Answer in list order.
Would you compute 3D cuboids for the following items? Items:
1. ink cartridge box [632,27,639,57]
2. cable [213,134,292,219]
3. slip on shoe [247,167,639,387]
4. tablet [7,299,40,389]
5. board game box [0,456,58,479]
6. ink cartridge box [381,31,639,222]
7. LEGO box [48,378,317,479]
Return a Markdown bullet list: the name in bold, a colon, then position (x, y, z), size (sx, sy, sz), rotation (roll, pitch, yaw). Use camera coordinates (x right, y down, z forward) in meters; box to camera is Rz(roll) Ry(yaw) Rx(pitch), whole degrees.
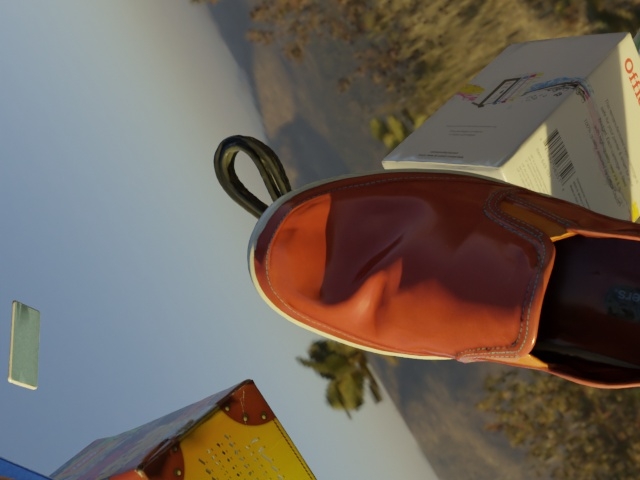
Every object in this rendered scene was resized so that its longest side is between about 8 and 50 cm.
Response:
- **ink cartridge box**: position (0.395, -0.279, 1.149), size (0.056, 0.225, 0.181), rotation (18, 162, 6)
- **cable**: position (0.000, 0.000, 1.104), size (0.287, 0.139, 0.072), rotation (34, -156, 24)
- **slip on shoe**: position (0.112, 0.025, 0.618), size (0.101, 0.331, 0.123), rotation (4, -83, -76)
- **tablet**: position (-0.302, 0.107, 1.070), size (0.054, 0.006, 0.083), rotation (48, -144, -67)
- **board game box**: position (-0.179, 0.204, 0.568), size (0.211, 0.160, 0.039), rotation (4, 150, 46)
- **ink cartridge box**: position (0.221, -0.079, 1.084), size (0.168, 0.232, 0.171), rotation (9, 135, 52)
- **LEGO box**: position (-0.113, 0.457, 1.270), size (0.372, 0.193, 0.500), rotation (-29, 95, 46)
